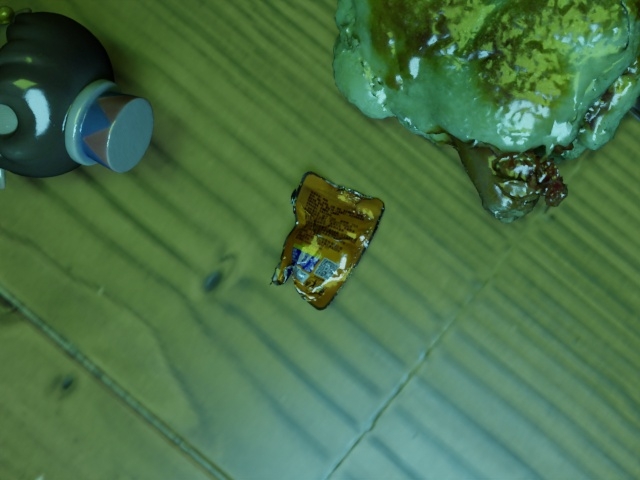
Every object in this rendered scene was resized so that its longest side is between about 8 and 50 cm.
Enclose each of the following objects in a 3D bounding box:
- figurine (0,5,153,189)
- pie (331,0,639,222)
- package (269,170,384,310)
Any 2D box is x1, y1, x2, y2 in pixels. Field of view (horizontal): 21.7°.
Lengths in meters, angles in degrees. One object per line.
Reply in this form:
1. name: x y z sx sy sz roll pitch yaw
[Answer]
1. figurine: -0.275 -0.126 1.409 0.275 0.158 0.161 3 85 5
2. pie: 0.145 -0.181 1.386 0.274 0.105 0.257 39 106 13
3. package: 0.000 0.000 1.444 0.077 0.033 0.111 25 87 15
